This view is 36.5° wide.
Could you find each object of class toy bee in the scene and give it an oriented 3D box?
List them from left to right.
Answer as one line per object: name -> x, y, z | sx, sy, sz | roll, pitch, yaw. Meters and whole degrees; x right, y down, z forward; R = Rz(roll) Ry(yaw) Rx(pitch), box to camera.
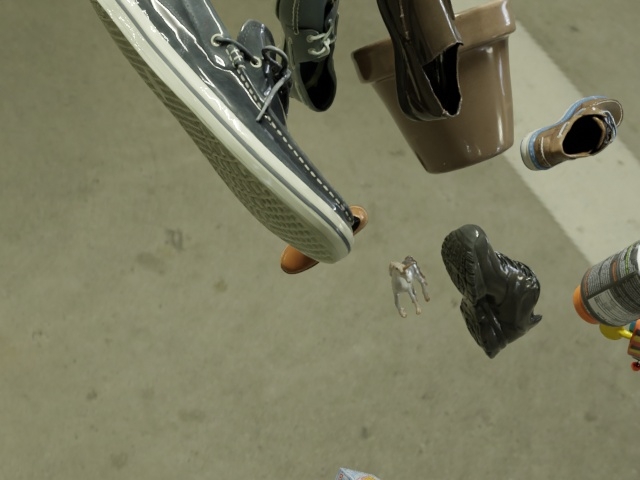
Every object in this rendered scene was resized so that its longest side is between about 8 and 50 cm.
toy bee -> 0.700, 0.218, 2.025 | 0.298, 0.162, 0.195 | 1, 20, -42

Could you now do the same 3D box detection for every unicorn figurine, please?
unicorn figurine -> 0.147, 0.071, 1.658 | 0.060, 0.111, 0.162 | -18, 15, 8

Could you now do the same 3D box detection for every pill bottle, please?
pill bottle -> 0.573, 0.084, 1.807 | 0.130, 0.246, 0.131 | 7, 68, -18

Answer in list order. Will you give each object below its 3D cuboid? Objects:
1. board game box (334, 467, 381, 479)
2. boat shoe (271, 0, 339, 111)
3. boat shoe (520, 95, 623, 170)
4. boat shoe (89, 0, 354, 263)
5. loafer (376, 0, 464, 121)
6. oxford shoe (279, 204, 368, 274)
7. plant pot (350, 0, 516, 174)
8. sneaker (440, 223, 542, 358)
board game box -> 0.122, 0.447, 1.616 | 0.194, 0.060, 0.194 | 29, 13, 37
boat shoe -> -0.005, -0.312, 1.460 | 0.116, 0.319, 0.099 | -32, 69, -21
boat shoe -> 0.329, -0.131, 1.199 | 0.183, 0.066, 0.066 | -32, 108, -33
boat shoe -> -0.104, -0.184, 1.182 | 0.156, 0.187, 0.500 | -35, 69, -11
loafer -> 0.120, -0.226, 1.032 | 0.080, 0.220, 0.078 | -33, 36, -25
oxford shoe -> 0.000, 0.000, 1.961 | 0.076, 0.212, 0.076 | 52, 13, -5
plant pot -> 0.207, -0.237, 1.547 | 0.263, 0.263, 0.229 | -27, 102, -36
sneaker -> 0.272, 0.062, 1.502 | 0.130, 0.286, 0.109 | -28, 49, -2
